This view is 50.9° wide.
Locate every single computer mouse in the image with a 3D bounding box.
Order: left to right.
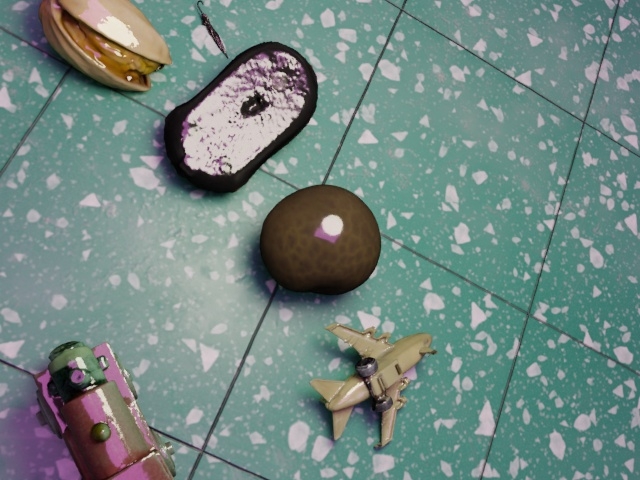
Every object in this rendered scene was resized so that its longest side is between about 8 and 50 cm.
[{"bbox_3d":[-0.140,-0.222,1.219,0.183,0.116,0.323,46,73,-4],"label":"computer mouse"}]

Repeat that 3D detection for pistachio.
[{"bbox_3d":[-0.371,-0.355,1.166,0.229,0.157,0.157,36,66,-20],"label":"pistachio"}]

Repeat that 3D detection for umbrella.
[{"bbox_3d":[-0.209,-0.405,1.300,0.013,0.022,0.122,-32,99,-50],"label":"umbrella"}]

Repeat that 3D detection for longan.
[{"bbox_3d":[0.000,0.000,1.171,0.212,0.198,0.198,-6,77,-5],"label":"longan"}]

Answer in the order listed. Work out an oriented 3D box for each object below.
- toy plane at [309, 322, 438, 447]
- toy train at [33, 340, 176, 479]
[{"bbox_3d":[0.105,0.235,1.194,0.256,0.104,0.242,-27,100,-17],"label":"toy plane"},{"bbox_3d":[-0.305,0.278,0.963,0.150,0.221,0.304,-27,85,-22],"label":"toy train"}]
